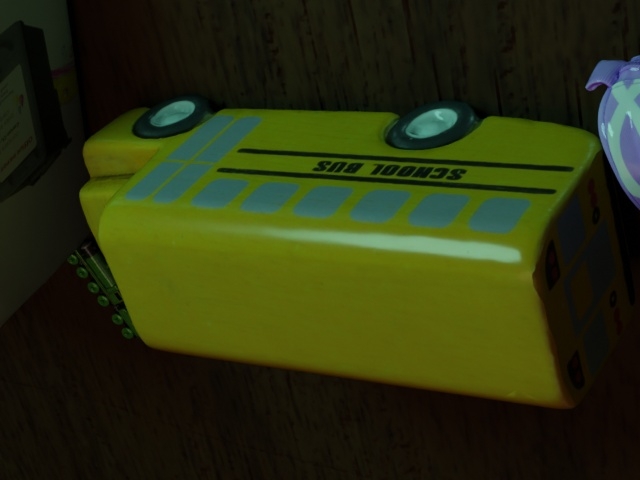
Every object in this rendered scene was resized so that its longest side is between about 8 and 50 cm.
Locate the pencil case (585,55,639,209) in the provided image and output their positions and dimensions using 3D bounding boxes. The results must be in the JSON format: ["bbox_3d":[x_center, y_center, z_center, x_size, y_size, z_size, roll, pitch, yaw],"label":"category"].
[{"bbox_3d":[0.214,-0.067,0.617,0.088,0.086,0.206,47,140,-19],"label":"pencil case"}]

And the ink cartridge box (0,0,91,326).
[{"bbox_3d":[-0.273,-0.123,0.905,0.226,0.131,0.306,20,137,21],"label":"ink cartridge box"}]

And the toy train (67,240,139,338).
[{"bbox_3d":[-0.147,0.034,1.034,0.023,0.017,0.083,-21,111,35],"label":"toy train"}]

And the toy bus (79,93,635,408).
[{"bbox_3d":[0.000,0.000,0.805,0.332,0.130,0.108,5,128,34],"label":"toy bus"}]
